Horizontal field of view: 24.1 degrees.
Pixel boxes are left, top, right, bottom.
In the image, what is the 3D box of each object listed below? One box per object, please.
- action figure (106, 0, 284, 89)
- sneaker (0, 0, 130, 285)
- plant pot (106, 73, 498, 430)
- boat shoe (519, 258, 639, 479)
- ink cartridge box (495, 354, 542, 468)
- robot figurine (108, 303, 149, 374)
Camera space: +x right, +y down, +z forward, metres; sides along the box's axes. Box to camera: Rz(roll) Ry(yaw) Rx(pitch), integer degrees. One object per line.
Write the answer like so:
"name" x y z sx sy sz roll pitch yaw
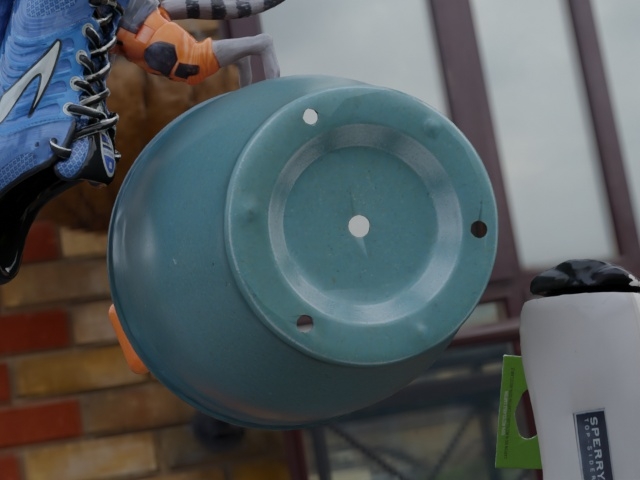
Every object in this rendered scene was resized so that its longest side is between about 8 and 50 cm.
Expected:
"action figure" -0.222 -0.249 1.692 0.330 0.178 0.341 16 12 -13
"sneaker" -0.186 -0.111 1.080 0.330 0.147 0.130 -59 -17 11
"plant pot" 0.000 0.000 1.060 0.272 0.271 0.255 -7 -4 -16
"boat shoe" 0.221 0.189 1.026 0.127 0.340 0.158 -6 -11 32
"ink cartridge box" 0.339 0.237 1.761 0.255 0.188 0.097 2 35 4
"robot figurine" -0.123 0.062 1.532 0.158 0.219 0.128 -19 -16 -38
